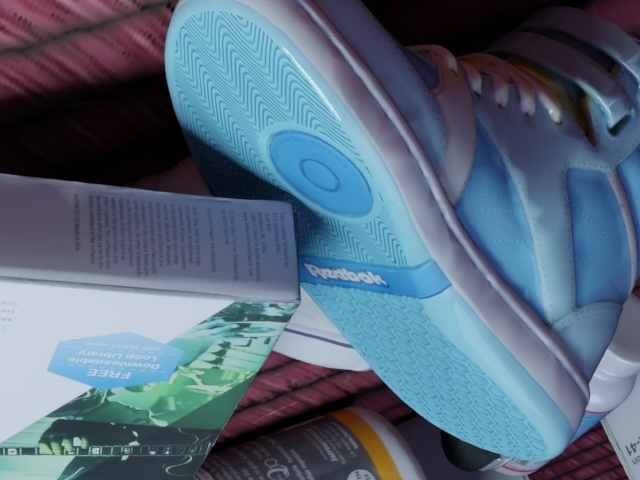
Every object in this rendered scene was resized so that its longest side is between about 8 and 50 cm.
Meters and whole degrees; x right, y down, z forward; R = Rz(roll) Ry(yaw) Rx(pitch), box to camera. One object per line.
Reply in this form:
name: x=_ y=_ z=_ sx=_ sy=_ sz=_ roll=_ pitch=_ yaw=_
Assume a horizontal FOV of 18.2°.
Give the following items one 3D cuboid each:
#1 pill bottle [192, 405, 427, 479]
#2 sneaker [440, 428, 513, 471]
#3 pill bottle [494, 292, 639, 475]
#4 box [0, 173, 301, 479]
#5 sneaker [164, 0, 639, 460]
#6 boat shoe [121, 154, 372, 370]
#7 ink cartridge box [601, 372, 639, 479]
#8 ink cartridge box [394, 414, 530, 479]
pill bottle: x=-0.066 y=0.227 z=1.376 sx=0.278 sy=0.162 sz=0.162 roll=-18 pitch=158 yaw=-21
sneaker: x=0.088 y=0.087 z=1.351 sx=0.132 sy=0.086 sz=0.229 roll=-9 pitch=144 yaw=-26
pill bottle: x=0.173 y=0.100 z=1.449 sx=0.087 sy=0.087 sz=0.160 roll=-8 pitch=153 yaw=-39
box: x=-0.164 y=0.072 z=0.932 sx=0.232 sy=0.058 sz=0.322 roll=6 pitch=150 yaw=-16
sneaker: x=0.064 y=-0.064 z=0.921 sx=0.208 sy=0.127 sz=0.319 roll=-57 pitch=137 yaw=-22
boat shoe: x=0.000 y=0.000 z=1.017 sx=0.088 sy=0.096 sz=0.267 roll=-33 pitch=150 yaw=31
ink cartridge box: x=0.395 y=0.080 z=1.597 sx=0.306 sy=0.131 sz=0.226 roll=-5 pitch=152 yaw=-40
ink cartridge box: x=0.063 y=0.253 z=1.637 sx=0.211 sy=0.122 sz=0.289 roll=-23 pitch=159 yaw=-6
